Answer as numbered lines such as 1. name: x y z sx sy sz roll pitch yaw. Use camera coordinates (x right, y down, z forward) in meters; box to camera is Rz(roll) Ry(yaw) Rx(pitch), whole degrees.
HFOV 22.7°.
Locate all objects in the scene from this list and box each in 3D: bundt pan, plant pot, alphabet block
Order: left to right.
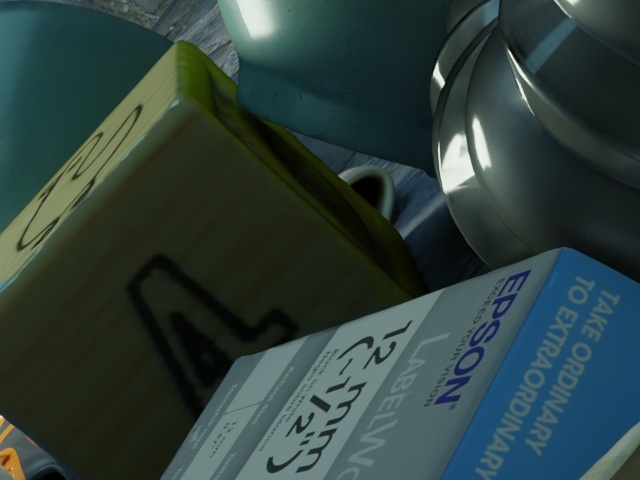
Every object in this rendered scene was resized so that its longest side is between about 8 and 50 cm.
1. plant pot: -0.218 -0.011 1.288 0.293 0.293 0.235 -31 38 50
2. alphabet block: -0.074 0.029 0.918 0.197 0.193 0.192 -47 16 8
3. plant pot: 0.061 -0.143 0.874 0.293 0.293 0.196 -124 48 -75
4. bundt pan: 0.129 -0.122 0.590 0.331 0.124 0.331 -164 90 -87

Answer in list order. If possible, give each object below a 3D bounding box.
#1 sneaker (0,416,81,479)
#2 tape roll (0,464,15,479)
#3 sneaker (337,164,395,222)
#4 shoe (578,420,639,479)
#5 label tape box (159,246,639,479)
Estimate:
1. sneaker: -0.252 0.199 1.136 0.321 0.124 0.180 -37 18 39
2. tape roll: -0.297 0.221 0.894 0.286 0.286 0.100 -55 16 -23
3. sneaker: 0.000 0.000 1.053 0.134 0.051 0.070 -49 9 -17
4. shoe: 0.129 0.057 0.399 0.219 0.058 0.076 -31 47 -11
5. label tape box: 0.028 0.134 0.515 0.249 0.115 0.347 -57 15 -28
